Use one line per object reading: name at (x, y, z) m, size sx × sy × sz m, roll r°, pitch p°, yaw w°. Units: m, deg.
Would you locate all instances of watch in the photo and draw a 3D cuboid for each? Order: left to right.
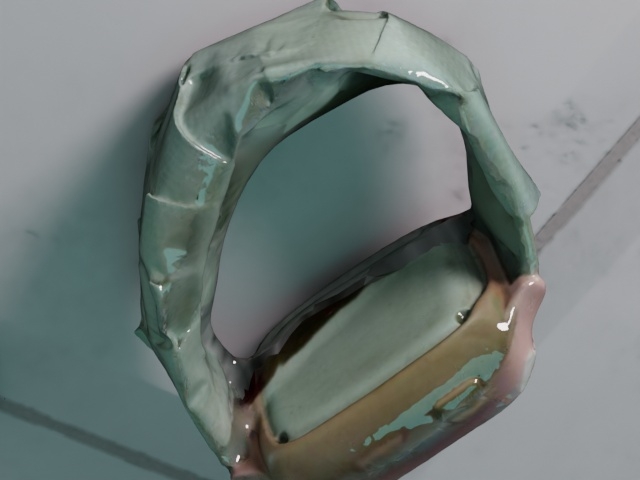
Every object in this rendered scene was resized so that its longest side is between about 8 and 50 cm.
watch at (0.000, 0.000, 0.850) m, size 0.253 × 0.162 × 0.241 m, roll -36°, pitch 118°, yaw 10°
